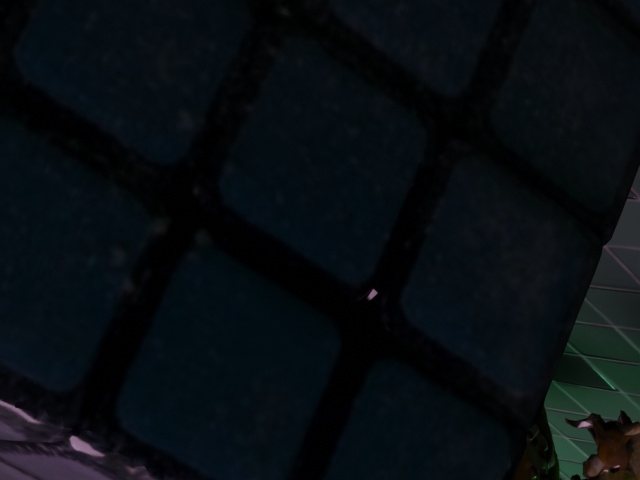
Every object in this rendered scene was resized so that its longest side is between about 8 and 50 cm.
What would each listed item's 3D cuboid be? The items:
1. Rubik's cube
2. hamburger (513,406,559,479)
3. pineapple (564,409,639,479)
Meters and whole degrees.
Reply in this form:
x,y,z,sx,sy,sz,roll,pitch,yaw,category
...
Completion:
x,y,z,sx,sy,sz,roll,pitch,yaw,category
-0.099,-0.068,0.740,0.344,0.337,0.344,32,160,-27,Rubik's cube
0.038,0.180,1.364,0.300,0.300,0.176,19,174,13,hamburger
0.303,0.255,1.202,0.352,0.352,0.300,16,170,22,pineapple
